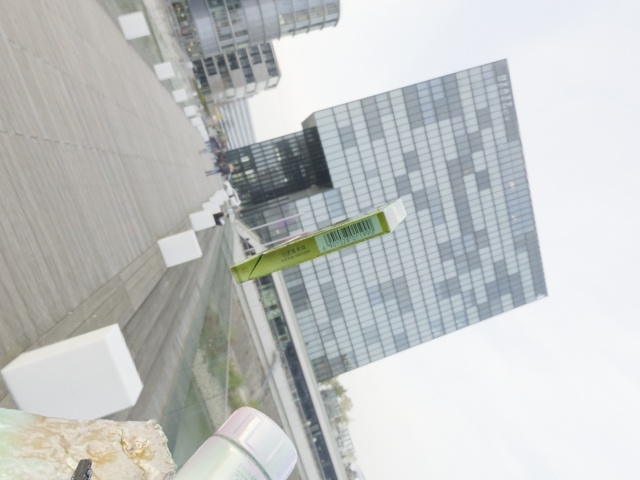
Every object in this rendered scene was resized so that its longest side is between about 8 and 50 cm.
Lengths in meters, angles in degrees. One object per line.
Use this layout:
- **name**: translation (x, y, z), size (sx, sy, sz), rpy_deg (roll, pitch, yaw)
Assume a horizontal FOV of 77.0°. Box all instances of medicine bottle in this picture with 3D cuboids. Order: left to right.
- **medicine bottle**: translation (-0.131, 0.348, 0.587), size (0.135, 0.168, 0.135), rpy_deg (22, -47, 26)

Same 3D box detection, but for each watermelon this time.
- **watermelon**: translation (-0.356, 0.380, 0.571), size (0.264, 0.151, 0.302), rpy_deg (25, -5, 46)

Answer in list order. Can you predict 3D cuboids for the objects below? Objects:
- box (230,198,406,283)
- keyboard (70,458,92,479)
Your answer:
- **box**: translation (0.000, 0.000, 0.764), size (0.043, 0.311, 0.173), rpy_deg (68, 24, -4)
- **keyboard**: translation (-0.227, 0.304, 0.306), size (0.087, 0.017, 0.250), rpy_deg (-169, -82, -74)
